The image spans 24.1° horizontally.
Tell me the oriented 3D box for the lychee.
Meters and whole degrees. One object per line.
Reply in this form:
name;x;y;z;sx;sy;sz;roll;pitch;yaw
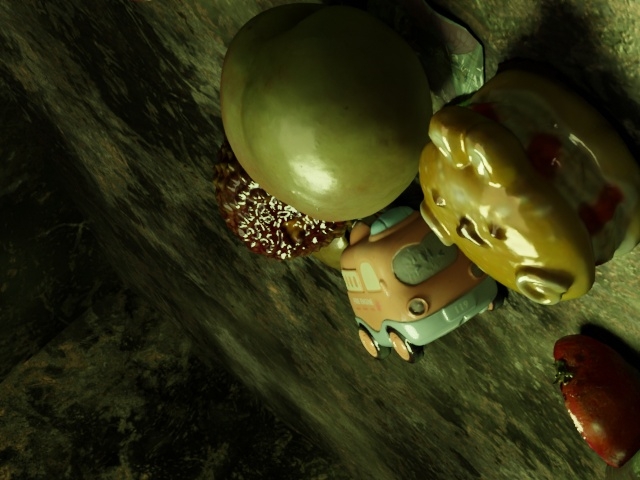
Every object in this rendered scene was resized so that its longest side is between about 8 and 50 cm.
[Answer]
lychee;-0.049;-0.110;2.280;0.271;0.271;0.271;43;163;17

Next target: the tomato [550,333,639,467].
tomato;0.402;0.209;2.068;0.173;0.099;0.189;42;-151;-32

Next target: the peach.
peach;0.006;-0.160;1.896;0.292;0.247;0.292;20;122;35

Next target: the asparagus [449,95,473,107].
asparagus;0.175;-0.167;1.909;0.016;0.016;0.163;27;166;-14

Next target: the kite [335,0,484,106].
kite;0.073;-0.298;1.889;0.360;0.022;0.204;44;162;14

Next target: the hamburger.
hamburger;0.233;-0.062;1.724;0.261;0.186;0.303;39;159;28

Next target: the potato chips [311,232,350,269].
potato chips;0.000;0.000;2.700;0.150;0.049;0.201;61;166;-21

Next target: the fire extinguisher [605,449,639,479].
fire extinguisher;0.475;0.329;2.144;0.072;0.089;0.268;45;164;6

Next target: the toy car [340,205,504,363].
toy car;0.132;0.051;2.271;0.212;0.180;0.270;61;162;-8
